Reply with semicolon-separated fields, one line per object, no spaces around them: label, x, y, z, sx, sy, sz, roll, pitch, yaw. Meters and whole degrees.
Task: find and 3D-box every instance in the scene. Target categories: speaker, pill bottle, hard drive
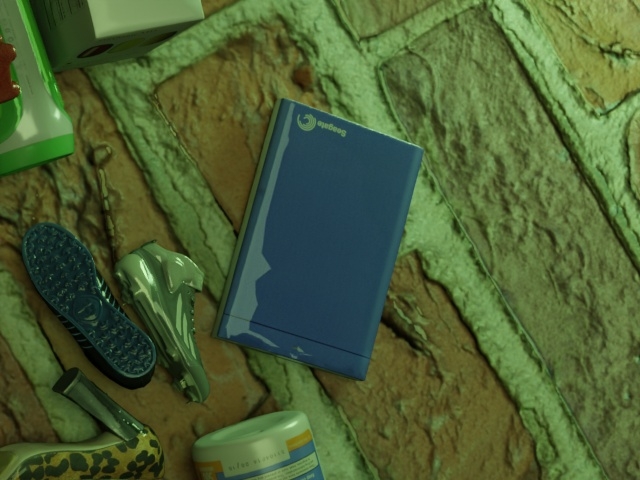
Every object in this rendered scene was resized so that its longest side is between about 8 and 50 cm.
speaker;-0.385;-0.228;1.880;0.131;0.131;0.297;-19;94;-23
pill bottle;-0.051;0.358;1.967;0.152;0.152;0.272;-17;93;-23
hard drive;0.000;0.000;2.073;0.210;0.040;0.319;18;80;-20

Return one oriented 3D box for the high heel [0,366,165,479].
high heel;-0.309;0.303;1.906;0.261;0.093;0.186;-49;118;-11

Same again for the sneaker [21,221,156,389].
sneaker;-0.283;0.086;1.934;0.081;0.090;0.232;-33;78;-20

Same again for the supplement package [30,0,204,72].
supplement package;-0.249;-0.289;1.878;0.139;0.244;0.134;-14;92;-22

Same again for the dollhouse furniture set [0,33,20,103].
dollhouse furniture set;-0.448;-0.180;1.720;0.152;0.374;0.201;-19;92;-27

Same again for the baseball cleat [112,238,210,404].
baseball cleat;-0.171;0.096;1.979;0.109;0.072;0.206;-34;103;-28
